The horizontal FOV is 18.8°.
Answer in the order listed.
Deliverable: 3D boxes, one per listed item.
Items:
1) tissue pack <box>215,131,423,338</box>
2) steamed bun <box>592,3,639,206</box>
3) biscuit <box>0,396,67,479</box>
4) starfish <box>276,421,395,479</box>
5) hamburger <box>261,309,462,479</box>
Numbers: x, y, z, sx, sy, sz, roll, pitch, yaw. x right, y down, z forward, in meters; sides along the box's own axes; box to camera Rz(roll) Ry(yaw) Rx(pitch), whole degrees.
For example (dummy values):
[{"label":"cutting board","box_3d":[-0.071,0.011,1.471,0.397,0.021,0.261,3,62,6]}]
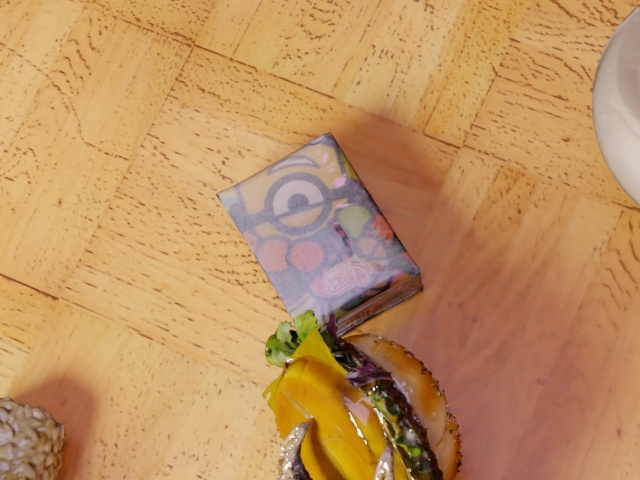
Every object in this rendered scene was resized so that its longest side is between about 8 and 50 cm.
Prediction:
[{"label":"tissue pack","box_3d":[0.000,0.000,1.543,0.108,0.060,0.148,-30,67,-3]},{"label":"steamed bun","box_3d":[0.326,-0.092,1.489,0.231,0.145,0.232,-6,54,8]},{"label":"biscuit","box_3d":[-0.253,0.207,1.495,0.082,0.070,0.169,13,69,3]},{"label":"starfish","box_3d":[0.029,0.231,1.383,0.057,0.238,0.213,-15,59,-37]},{"label":"hamburger","box_3d":[0.036,0.132,1.440,0.093,0.164,0.190,-32,90,-29]}]
